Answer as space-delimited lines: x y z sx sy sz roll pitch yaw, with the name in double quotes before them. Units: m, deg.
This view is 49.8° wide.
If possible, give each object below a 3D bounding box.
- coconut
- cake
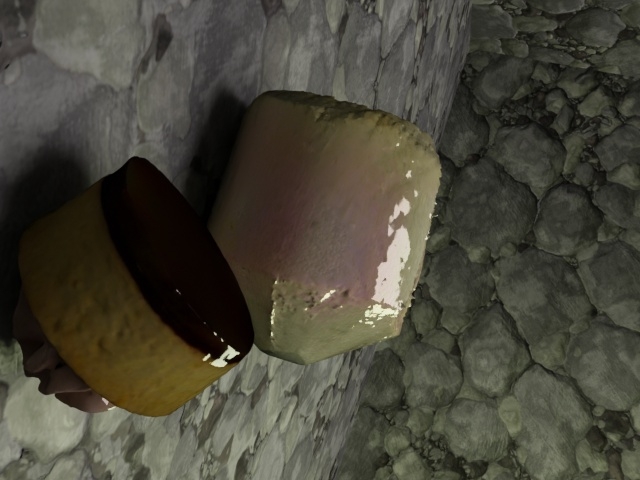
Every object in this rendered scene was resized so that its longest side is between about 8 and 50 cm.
"coconut" 0.000 0.000 0.856 0.297 0.298 0.309 31 74 -74
"cake" -0.172 0.053 0.560 0.207 0.178 0.185 59 5 -48
